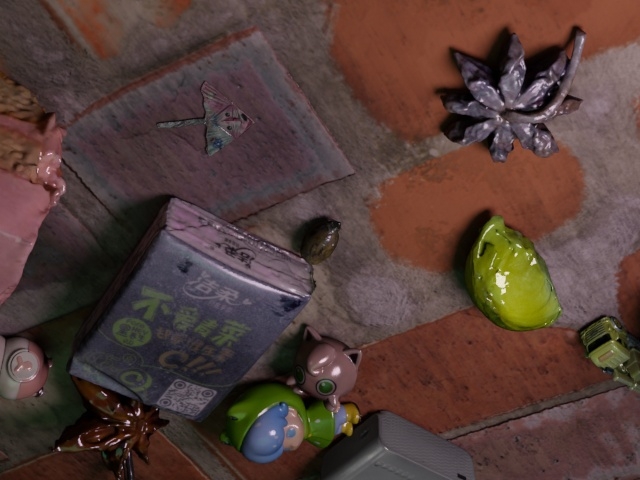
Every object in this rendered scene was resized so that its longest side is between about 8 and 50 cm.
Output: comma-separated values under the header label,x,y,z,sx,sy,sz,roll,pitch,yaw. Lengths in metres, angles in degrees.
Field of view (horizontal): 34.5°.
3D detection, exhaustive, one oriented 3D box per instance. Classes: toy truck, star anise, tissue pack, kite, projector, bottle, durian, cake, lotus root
label,x,y,z,sx,sy,sz,roll,pitch,yaw
toy truck,0.549,0.218,1.854,0.169,0.100,0.077,35,122,-26
star anise,0.287,-0.206,1.508,0.262,0.081,0.230,-36,111,31
tissue pack,-0.231,0.136,1.799,0.288,0.124,0.394,25,127,-21
kite,-0.177,-0.187,1.590,0.153,0.005,0.137,2,129,0
projector,0.155,0.467,2.086,0.250,0.108,0.198,28,126,-23
bottle,-0.612,0.225,1.884,0.237,0.147,0.147,13,131,-19
star anise,-0.405,0.379,2.000,0.237,0.148,0.346,-34,135,-26
durian,0.316,0.069,1.739,0.139,0.101,0.250,-48,121,-5
cake,-0.547,-0.058,1.519,0.293,0.306,0.314,22,129,-18
lotus root,0.000,0.000,1.716,0.049,0.054,0.099,9,136,-34

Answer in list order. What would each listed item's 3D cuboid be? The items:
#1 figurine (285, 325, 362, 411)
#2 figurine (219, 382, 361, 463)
label,x,y,z,sx,sy,sz,roll,pitch,yaw
figurine,0.007,0.234,1.876,0.125,0.125,0.138,12,117,-8
figurine,-0.059,0.350,1.979,0.263,0.143,0.162,-1,141,-20
